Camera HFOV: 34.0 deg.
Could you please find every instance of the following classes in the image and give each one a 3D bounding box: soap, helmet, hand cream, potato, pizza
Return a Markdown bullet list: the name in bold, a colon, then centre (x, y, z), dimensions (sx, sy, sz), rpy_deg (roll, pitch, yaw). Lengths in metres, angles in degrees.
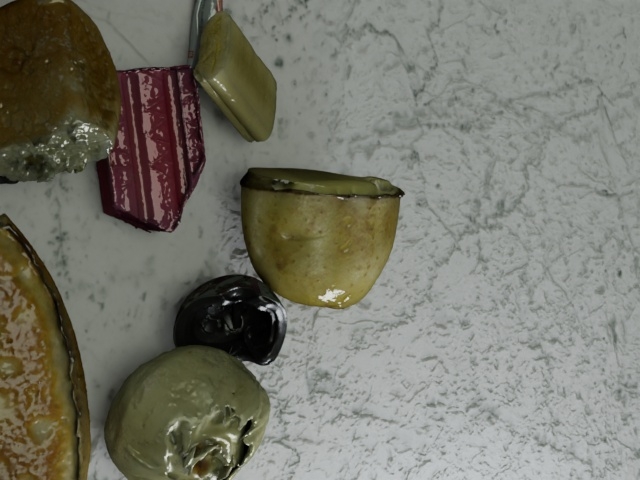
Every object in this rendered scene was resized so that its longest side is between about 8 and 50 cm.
- **soap**: centre (-0.260, -0.134, 1.582), dimensions (0.162, 0.099, 0.249), rpy_deg (-8, 94, -33)
- **helmet**: centre (-0.142, 0.116, 1.650), dimensions (0.177, 0.107, 0.153), rpy_deg (-2, 126, -5)
- **hand cream**: centre (-0.179, -0.351, 1.674), dimensions (0.052, 0.038, 0.216), rpy_deg (6, 93, -9)
- **potato**: centre (0.000, 0.000, 1.692), dimensions (0.285, 0.243, 0.242), rpy_deg (-1, 91, -49)
- **pizza**: centre (-0.525, 0.207, 1.411), dimensions (0.406, 0.130, 0.439), rpy_deg (-13, 96, -18)

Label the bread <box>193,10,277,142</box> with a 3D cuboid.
- **bread**: centre (-0.129, -0.252, 1.642), dimensions (0.178, 0.060, 0.139), rpy_deg (51, 36, -50)

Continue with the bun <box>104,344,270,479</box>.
- **bun**: centre (-0.187, 0.285, 1.565), dimensions (0.259, 0.152, 0.259), rpy_deg (-13, 120, -24)

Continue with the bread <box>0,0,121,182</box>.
- **bread**: centre (-0.378, -0.188, 1.434), dimensions (0.176, 0.196, 0.246), rpy_deg (42, 33, -66)

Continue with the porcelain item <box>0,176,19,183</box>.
- **porcelain item**: centre (-0.519, -0.084, 1.432), dimensions (0.216, 0.069, 0.081), rpy_deg (-15, 92, -31)
